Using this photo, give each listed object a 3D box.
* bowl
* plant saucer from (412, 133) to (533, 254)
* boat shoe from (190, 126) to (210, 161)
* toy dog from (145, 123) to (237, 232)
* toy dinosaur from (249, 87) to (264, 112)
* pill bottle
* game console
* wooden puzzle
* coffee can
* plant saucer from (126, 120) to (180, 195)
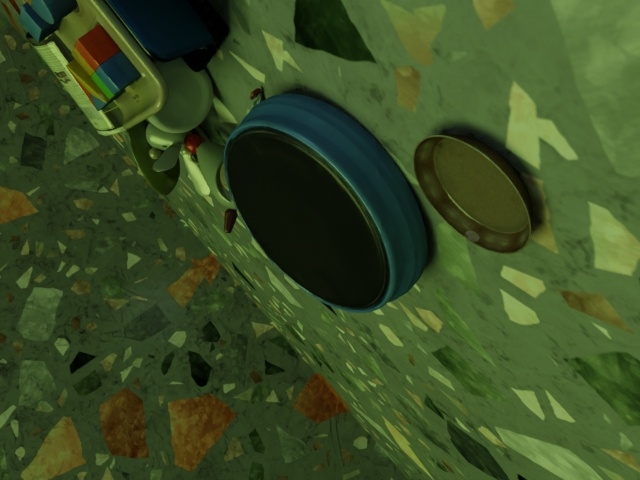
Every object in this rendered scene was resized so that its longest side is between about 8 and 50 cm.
[{"bbox_3d":[-0.010,-0.044,0.934,0.391,0.077,0.391,34,147,26],"label":"bowl"},{"bbox_3d":[0.176,-0.057,0.652,0.168,0.029,0.168,44,164,16],"label":"plant saucer"},{"bbox_3d":[-0.322,-0.212,1.540,0.084,0.079,0.233,39,163,27],"label":"boat shoe"},{"bbox_3d":[-0.243,-0.131,1.213,0.334,0.161,0.220,27,179,41],"label":"toy dog"},{"bbox_3d":[-0.113,-0.234,1.005,0.090,0.047,0.082,48,149,46],"label":"toy dinosaur"},{"bbox_3d":[-0.351,-0.333,1.199,0.265,0.153,0.153,34,158,43],"label":"pill bottle"},{"bbox_3d":[-0.305,-0.391,0.894,0.293,0.173,0.250,53,156,-11],"label":"game console"},{"bbox_3d":[-0.415,-0.346,0.964,0.348,0.080,0.322,57,159,-20],"label":"wooden puzzle"},{"bbox_3d":[-0.547,-0.430,1.412,0.201,0.201,0.275,32,157,46],"label":"coffee can"},{"bbox_3d":[-0.389,-0.227,1.358,0.241,0.037,0.241,-15,-90,-84],"label":"plant saucer"}]
